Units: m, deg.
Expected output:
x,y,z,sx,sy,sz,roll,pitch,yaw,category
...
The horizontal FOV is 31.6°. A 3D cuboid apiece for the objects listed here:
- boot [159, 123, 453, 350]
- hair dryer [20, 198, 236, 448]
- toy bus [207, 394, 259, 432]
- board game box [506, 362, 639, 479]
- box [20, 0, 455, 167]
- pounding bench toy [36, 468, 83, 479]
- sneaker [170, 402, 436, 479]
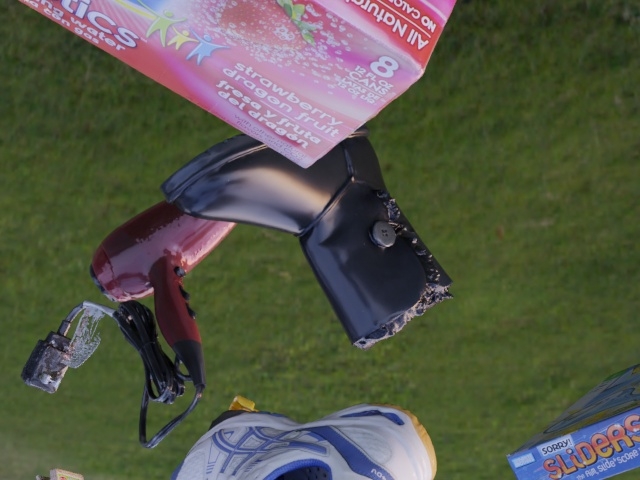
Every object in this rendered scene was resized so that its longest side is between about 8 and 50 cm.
x,y,z,sx,sy,sz,roll,pitch,yaw,category
0.000,0.000,0.998,0.246,0.207,0.094,-19,168,-47,boot
-0.146,0.056,1.118,0.224,0.293,0.080,15,160,34,hair dryer
-0.070,0.339,1.426,0.211,0.220,0.149,24,141,-2,toy bus
0.226,0.108,0.757,0.136,0.035,0.201,-29,173,33,board game box
-0.066,-0.156,0.436,0.257,0.128,0.122,30,158,-13,box
-0.224,0.208,0.863,0.065,0.052,0.083,-15,160,7,pounding bench toy
-0.048,0.216,0.995,0.296,0.131,0.112,-22,95,36,sneaker
